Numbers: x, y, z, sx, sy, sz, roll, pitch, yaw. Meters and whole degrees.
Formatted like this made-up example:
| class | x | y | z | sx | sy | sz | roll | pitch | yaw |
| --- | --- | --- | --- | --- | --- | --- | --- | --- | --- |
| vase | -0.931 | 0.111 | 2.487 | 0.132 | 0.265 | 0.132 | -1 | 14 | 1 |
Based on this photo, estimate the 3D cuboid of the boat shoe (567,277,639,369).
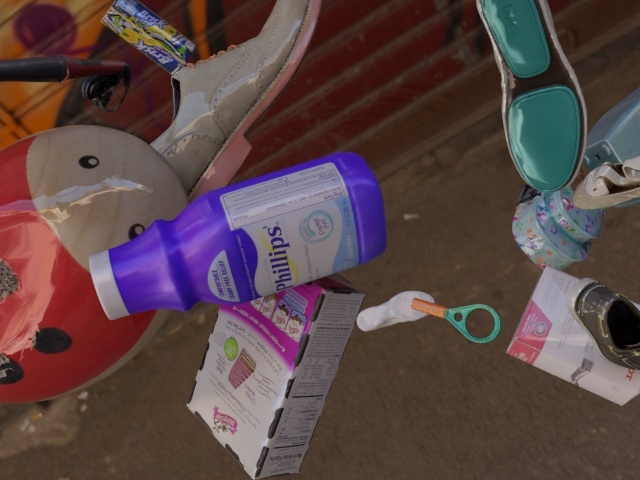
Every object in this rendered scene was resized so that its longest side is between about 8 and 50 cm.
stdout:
| class | x | y | z | sx | sy | sz | roll | pitch | yaw |
| --- | --- | --- | --- | --- | --- | --- | --- | --- | --- |
| boat shoe | 0.606 | 0.185 | 1.540 | 0.109 | 0.305 | 0.091 | -52 | 33 | -3 |

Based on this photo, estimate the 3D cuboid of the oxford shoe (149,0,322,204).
| class | x | y | z | sx | sy | sz | roll | pitch | yaw |
| --- | --- | --- | --- | --- | --- | --- | --- | --- | --- |
| oxford shoe | -0.124 | -0.227 | 1.079 | 0.397 | 0.147 | 0.140 | -62 | 10 | -17 |

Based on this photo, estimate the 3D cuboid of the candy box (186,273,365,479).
| class | x | y | z | sx | sy | sz | roll | pitch | yaw |
| --- | --- | --- | --- | --- | --- | --- | --- | --- | --- |
| candy box | -0.057 | 0.130 | 0.885 | 0.159 | 0.071 | 0.233 | 33 | 107 | 45 |

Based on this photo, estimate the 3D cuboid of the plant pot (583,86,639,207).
| class | x | y | z | sx | sy | sz | roll | pitch | yaw |
| --- | --- | --- | --- | --- | --- | --- | --- | --- | --- |
| plant pot | 0.703 | -0.200 | 1.615 | 0.252 | 0.247 | 0.247 | -31 | -2 | -5 |

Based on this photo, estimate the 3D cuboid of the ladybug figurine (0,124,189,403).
| class | x | y | z | sx | sy | sz | roll | pitch | yaw |
| --- | --- | --- | --- | --- | --- | --- | --- | --- | --- |
| ladybug figurine | -0.356 | 0.049 | 0.927 | 0.449 | 0.305 | 0.162 | -39 | -1 | 21 |

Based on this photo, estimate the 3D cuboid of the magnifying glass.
| class | x | y | z | sx | sy | sz | roll | pitch | yaw |
| --- | --- | --- | --- | --- | --- | --- | --- | --- | --- |
| magnifying glass | 0.326 | 0.182 | 1.855 | 0.231 | 0.026 | 0.092 | 16 | 90 | 33 |

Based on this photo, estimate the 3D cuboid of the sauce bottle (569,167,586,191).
| class | x | y | z | sx | sy | sz | roll | pitch | yaw |
| --- | --- | --- | --- | --- | --- | --- | --- | --- | --- |
| sauce bottle | 0.571 | -0.151 | 1.733 | 0.042 | 0.042 | 0.128 | -25 | 21 | 18 |

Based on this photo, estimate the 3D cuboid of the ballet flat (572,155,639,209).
| class | x | y | z | sx | sy | sz | roll | pitch | yaw |
| --- | --- | --- | --- | --- | --- | --- | --- | --- | --- |
| ballet flat | 0.348 | -0.074 | 0.874 | 0.168 | 0.052 | 0.057 | -12 | 50 | 55 |

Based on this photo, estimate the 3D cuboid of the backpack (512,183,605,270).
| class | x | y | z | sx | sy | sz | roll | pitch | yaw |
| --- | --- | --- | --- | --- | --- | --- | --- | --- | --- |
| backpack | 0.646 | -0.046 | 2.100 | 0.191 | 0.225 | 0.253 | -33 | 19 | 51 |

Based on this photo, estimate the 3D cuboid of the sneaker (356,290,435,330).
| class | x | y | z | sx | sy | sz | roll | pitch | yaw |
| --- | --- | --- | --- | --- | --- | --- | --- | --- | --- |
| sneaker | 0.205 | 0.190 | 2.060 | 0.212 | 0.094 | 0.080 | -16 | 75 | 12 |

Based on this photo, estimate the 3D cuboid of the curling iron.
| class | x | y | z | sx | sy | sz | roll | pitch | yaw |
| --- | --- | --- | --- | --- | --- | --- | --- | --- | --- |
| curling iron | -0.302 | -0.187 | 0.896 | 0.035 | 0.274 | 0.068 | 21 | 103 | 13 |

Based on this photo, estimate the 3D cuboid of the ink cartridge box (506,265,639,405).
| class | x | y | z | sx | sy | sz | roll | pitch | yaw |
| --- | --- | --- | --- | --- | --- | --- | --- | --- | --- |
| ink cartridge box | 0.597 | 0.216 | 1.738 | 0.283 | 0.117 | 0.207 | 25 | 67 | 13 |

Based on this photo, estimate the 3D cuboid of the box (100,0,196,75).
| class | x | y | z | sx | sy | sz | roll | pitch | yaw |
| --- | --- | --- | --- | --- | --- | --- | --- | --- | --- |
| box | -0.326 | -0.394 | 1.466 | 0.059 | 0.169 | 0.054 | -23 | 38 | 51 |

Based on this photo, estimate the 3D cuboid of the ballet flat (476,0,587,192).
| class | x | y | z | sx | sy | sz | roll | pitch | yaw |
| --- | --- | --- | --- | --- | --- | --- | --- | --- | --- |
| ballet flat | 0.359 | -0.274 | 1.273 | 0.139 | 0.400 | 0.139 | -19 | 27 | 10 |

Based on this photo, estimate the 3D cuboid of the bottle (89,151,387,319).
| class | x | y | z | sx | sy | sz | roll | pitch | yaw |
| --- | --- | --- | --- | --- | --- | --- | --- | --- | --- |
| bottle | -0.078 | 0.003 | 0.753 | 0.283 | 0.118 | 0.092 | -17 | 42 | -9 |
